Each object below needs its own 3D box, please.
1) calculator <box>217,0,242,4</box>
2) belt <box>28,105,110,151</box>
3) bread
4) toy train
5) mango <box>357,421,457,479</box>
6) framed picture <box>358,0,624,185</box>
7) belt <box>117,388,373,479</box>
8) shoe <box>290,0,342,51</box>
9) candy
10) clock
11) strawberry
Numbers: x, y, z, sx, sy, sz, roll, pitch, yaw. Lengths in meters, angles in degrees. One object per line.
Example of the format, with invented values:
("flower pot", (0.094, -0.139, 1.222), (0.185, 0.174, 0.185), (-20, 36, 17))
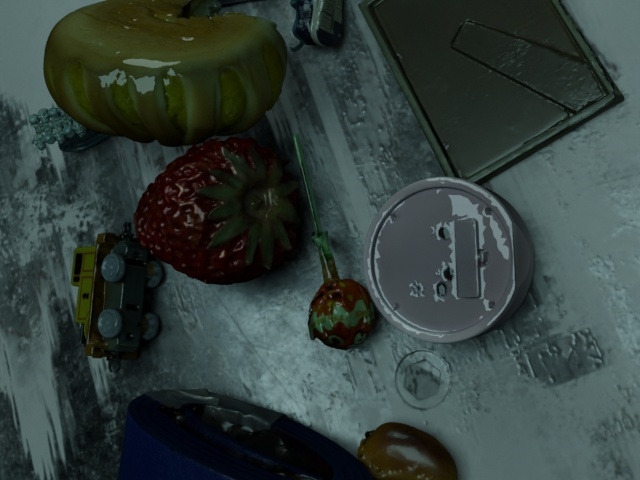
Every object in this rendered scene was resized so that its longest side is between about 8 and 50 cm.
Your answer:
("calculator", (-0.164, -0.435, 1.312), (0.273, 0.028, 0.166), (-2, 77, 24))
("belt", (-0.344, -0.191, 1.319), (0.179, 0.100, 0.065), (-22, 76, 19))
("bread", (-0.217, -0.227, 1.175), (0.332, 0.333, 0.160), (20, 128, 28))
("toy train", (-0.307, 0.082, 1.261), (0.127, 0.089, 0.220), (-3, 80, 36))
("mango", (0.107, 0.264, 1.036), (0.127, 0.063, 0.077), (13, 82, 22))
("framed picture", (0.205, -0.245, 1.099), (0.232, 0.024, 0.315), (-30, 68, 19))
("belt", (-0.094, 0.286, 1.037), (0.346, 0.212, 0.117), (16, 101, 37))
("shoe", (-0.010, -0.333, 1.201), (0.071, 0.063, 0.143), (-10, 76, 36))
("candy", (-0.002, 0.000, 1.105), (0.078, 0.084, 0.288), (-27, 76, 60))
("clock", (0.153, 0.024, 1.040), (0.196, 0.068, 0.197), (-1, 87, 26))
("strawberry", (-0.157, -0.036, 1.160), (0.244, 0.205, 0.205), (-7, 77, 46))
